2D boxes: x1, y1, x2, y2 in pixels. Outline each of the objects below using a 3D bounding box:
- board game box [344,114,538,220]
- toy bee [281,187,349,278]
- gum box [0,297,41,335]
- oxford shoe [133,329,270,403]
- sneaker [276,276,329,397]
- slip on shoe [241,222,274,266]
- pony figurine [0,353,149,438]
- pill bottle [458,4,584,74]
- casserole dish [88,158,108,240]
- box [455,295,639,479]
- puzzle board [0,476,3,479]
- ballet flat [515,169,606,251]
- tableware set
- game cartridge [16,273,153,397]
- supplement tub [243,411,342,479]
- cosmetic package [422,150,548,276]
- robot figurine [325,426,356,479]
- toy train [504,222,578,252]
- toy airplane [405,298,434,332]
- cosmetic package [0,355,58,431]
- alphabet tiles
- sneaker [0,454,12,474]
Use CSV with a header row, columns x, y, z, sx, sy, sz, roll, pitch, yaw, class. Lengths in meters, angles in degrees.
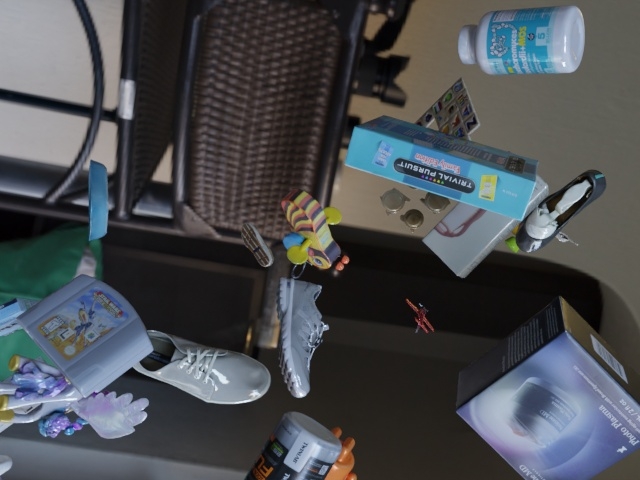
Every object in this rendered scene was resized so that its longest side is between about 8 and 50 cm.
x,y,z,sx,sy,sz,roll,pitch,yaw,class
0.242,-0.149,1.419,0.254,0.336,0.079,-39,146,-67,board game box
0.000,0.000,1.886,0.195,0.162,0.298,-61,153,-14,toy bee
-0.806,0.202,1.913,0.184,0.156,0.041,51,15,-81,gum box
-0.370,0.379,2.217,0.130,0.449,0.169,104,3,-63,oxford shoe
-0.035,0.206,1.630,0.105,0.115,0.281,106,-18,-61,sneaker
-0.172,0.010,2.043,0.051,0.135,0.041,-39,171,23,slip on shoe
-0.640,0.380,1.896,0.351,0.363,0.303,-33,-124,33,pony figurine
0.455,-0.454,1.683,0.146,0.264,0.146,-13,106,-54,pill bottle
-0.458,-0.084,1.512,0.188,0.036,0.114,-107,-154,-44,casserole dish
0.492,0.336,1.542,0.294,0.296,0.183,-44,-175,24,box
-0.981,0.750,2.222,0.011,0.128,0.096,-40,180,11,puzzle board
0.589,-0.078,1.848,0.280,0.095,0.096,-48,159,23,ballet flat
0.255,-0.109,1.990,0.168,0.141,0.020,-41,-177,19,tableware set
-0.500,0.189,1.579,0.198,0.297,0.062,-41,140,-22,game cartridge
-0.057,0.394,1.232,0.190,0.117,0.117,-59,-175,0,supplement tub
0.401,-0.058,1.782,0.296,0.129,0.153,-47,165,7,cosmetic package
0.002,0.579,1.858,0.219,0.158,0.128,-57,-152,17,robot figurine
0.594,-0.019,2.115,0.143,0.248,0.105,-44,152,-2,toy train
0.333,0.256,2.441,0.028,0.151,0.151,-36,-151,28,toy airplane
-0.812,0.419,1.944,0.060,0.239,0.099,34,-26,45,cosmetic package
0.320,-0.258,1.840,0.198,0.009,0.237,-44,-133,41,alphabet tiles
-0.892,0.629,1.888,0.080,0.212,0.094,16,-57,62,sneaker
